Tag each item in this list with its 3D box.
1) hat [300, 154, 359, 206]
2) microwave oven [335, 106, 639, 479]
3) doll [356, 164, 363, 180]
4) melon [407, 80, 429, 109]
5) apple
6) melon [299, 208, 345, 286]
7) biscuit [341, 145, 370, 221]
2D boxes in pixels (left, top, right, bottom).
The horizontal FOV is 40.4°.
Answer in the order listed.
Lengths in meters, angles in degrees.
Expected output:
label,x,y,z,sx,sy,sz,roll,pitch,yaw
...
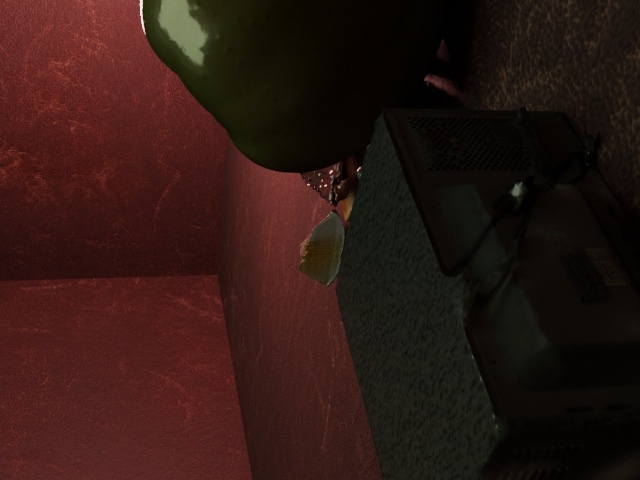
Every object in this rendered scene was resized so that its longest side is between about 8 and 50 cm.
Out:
label,x,y,z,sx,sy,sz,roll,pitch,yaw
hat,-0.001,-0.200,1.830,0.286,0.107,0.237,-157,77,-70
microwave oven,0.193,0.098,0.954,0.432,0.236,0.374,-105,20,-44
doll,0.148,-0.118,1.384,0.214,0.071,0.104,-13,112,44
melon,0.158,-0.135,1.480,0.114,0.053,0.262,121,146,-79
apple,-0.039,-0.349,1.381,0.473,0.473,0.474,179,90,-77
melon,0.003,-0.001,2.052,0.139,0.093,0.203,-99,18,-60
biscuit,0.087,-0.192,1.782,0.309,0.040,0.205,111,154,-56
